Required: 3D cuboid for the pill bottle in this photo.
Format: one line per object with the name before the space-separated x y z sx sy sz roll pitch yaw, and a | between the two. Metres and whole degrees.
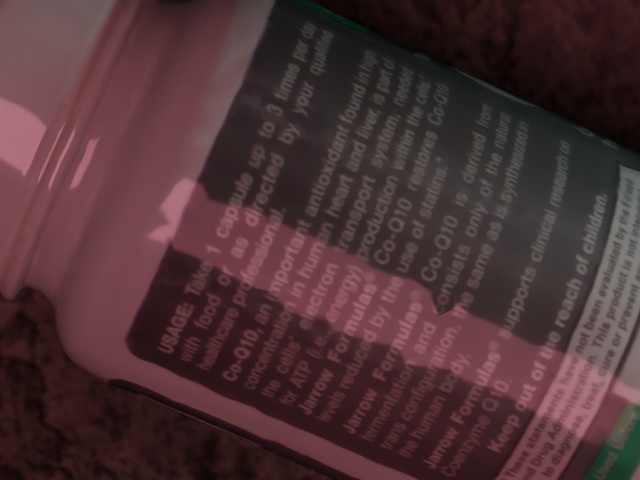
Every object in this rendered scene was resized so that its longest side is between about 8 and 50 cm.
pill bottle | 0.000 0.000 0.840 0.361 0.204 0.204 24 111 -6
